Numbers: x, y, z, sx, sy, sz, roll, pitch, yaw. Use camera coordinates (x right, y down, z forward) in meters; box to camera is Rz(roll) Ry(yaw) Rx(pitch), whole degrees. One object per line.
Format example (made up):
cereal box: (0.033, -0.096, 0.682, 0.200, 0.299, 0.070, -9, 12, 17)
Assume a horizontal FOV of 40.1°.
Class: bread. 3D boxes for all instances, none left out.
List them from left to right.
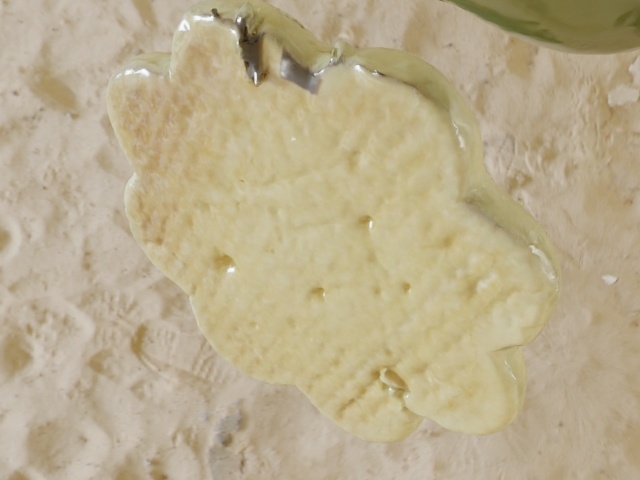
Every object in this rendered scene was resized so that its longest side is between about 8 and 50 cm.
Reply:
bread: (0.000, 0.000, 0.532, 0.316, 0.316, 0.054, 27, 48, 17)

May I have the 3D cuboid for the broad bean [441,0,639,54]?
broad bean: (0.076, -0.177, 0.287, 0.189, 0.263, 0.121, -38, 47, -13)
